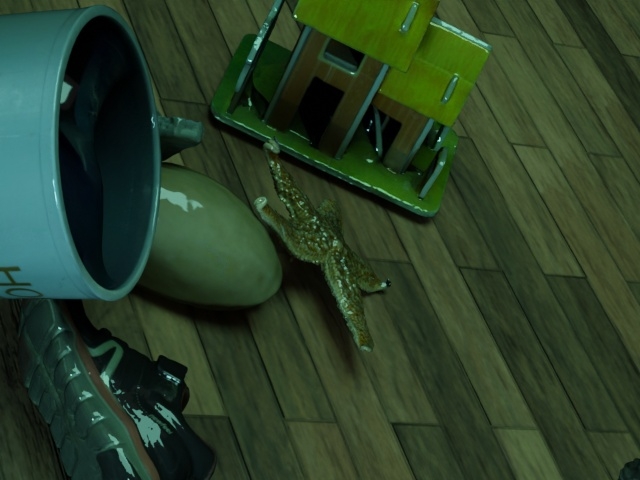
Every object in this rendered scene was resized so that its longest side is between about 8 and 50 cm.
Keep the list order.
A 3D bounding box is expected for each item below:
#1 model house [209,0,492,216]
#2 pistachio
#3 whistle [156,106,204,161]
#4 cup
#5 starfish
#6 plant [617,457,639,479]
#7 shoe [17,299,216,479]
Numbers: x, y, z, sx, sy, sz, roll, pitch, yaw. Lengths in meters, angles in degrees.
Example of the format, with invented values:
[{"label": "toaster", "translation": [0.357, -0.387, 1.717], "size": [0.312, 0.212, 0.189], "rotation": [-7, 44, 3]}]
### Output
[{"label": "model house", "translation": [0.062, -0.212, 2.123], "size": [0.300, 0.323, 0.340], "rotation": [25, 35, -3]}, {"label": "pistachio", "translation": [-0.140, -0.004, 1.912], "size": [0.226, 0.136, 0.136], "rotation": [29, 35, -11]}, {"label": "whistle", "translation": [-0.200, -0.121, 1.957], "size": [0.123, 0.223, 0.123], "rotation": [1, 88, -39]}, {"label": "cup", "translation": [-0.323, -0.087, 1.686], "size": [0.311, 0.256, 0.331], "rotation": [-2, 24, 14]}, {"label": "starfish", "translation": [-0.005, 0.003, 1.996], "size": [0.231, 0.048, 0.295], "rotation": [44, 21, -33]}, {"label": "plant", "translation": [0.418, 0.310, 1.863], "size": [0.274, 0.149, 0.146], "rotation": [20, 36, -15]}, {"label": "shoe", "translation": [-0.186, 0.133, 1.705], "size": [0.137, 0.114, 0.291], "rotation": [-10, 52, -34]}]
